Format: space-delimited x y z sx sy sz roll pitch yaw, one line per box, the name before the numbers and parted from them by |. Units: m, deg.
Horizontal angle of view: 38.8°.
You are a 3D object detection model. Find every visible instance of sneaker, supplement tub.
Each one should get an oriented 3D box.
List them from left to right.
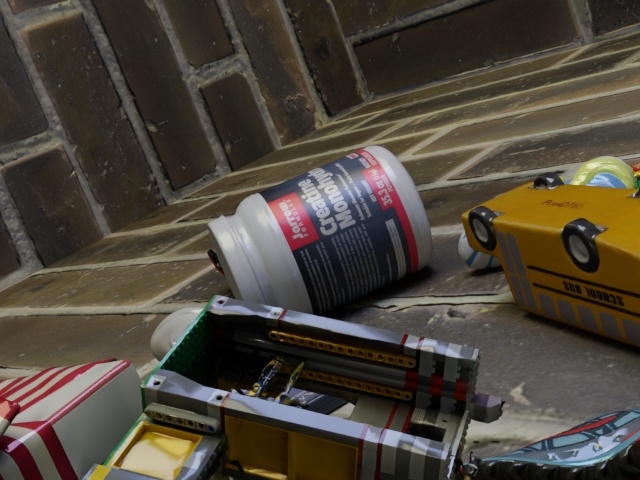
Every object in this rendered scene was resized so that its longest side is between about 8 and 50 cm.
sneaker | -0.141 0.135 1.115 0.212 0.080 0.094 -11 28 34
supplement tub | 0.000 0.000 1.263 0.272 0.191 0.191 -24 13 -10
sneaker | 0.275 -0.013 1.111 0.240 0.091 0.126 -33 25 24
sneaker | 0.174 0.170 0.585 0.261 0.104 0.125 -19 -9 13

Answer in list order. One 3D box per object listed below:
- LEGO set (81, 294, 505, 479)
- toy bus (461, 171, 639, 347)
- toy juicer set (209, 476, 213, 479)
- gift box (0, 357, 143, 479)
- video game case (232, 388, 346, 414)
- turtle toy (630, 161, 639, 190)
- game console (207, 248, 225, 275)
LEGO set | -0.012 0.187 0.470 0.192 0.255 0.331 10 22 15
toy bus | 0.273 0.015 0.908 0.108 0.130 0.332 -26 14 -15
toy juicer set | -0.236 0.193 0.849 0.329 0.090 0.209 -15 -21 39
gift box | -0.230 0.218 0.610 0.255 0.258 0.276 -14 16 28
video game case | -0.104 0.188 1.043 0.196 0.026 0.274 -27 15 -22
turtle toy | 0.401 -0.064 1.163 0.130 0.066 0.095 -10 18 42
game console | -0.114 0.040 1.534 0.085 0.124 0.144 -49 15 -2
